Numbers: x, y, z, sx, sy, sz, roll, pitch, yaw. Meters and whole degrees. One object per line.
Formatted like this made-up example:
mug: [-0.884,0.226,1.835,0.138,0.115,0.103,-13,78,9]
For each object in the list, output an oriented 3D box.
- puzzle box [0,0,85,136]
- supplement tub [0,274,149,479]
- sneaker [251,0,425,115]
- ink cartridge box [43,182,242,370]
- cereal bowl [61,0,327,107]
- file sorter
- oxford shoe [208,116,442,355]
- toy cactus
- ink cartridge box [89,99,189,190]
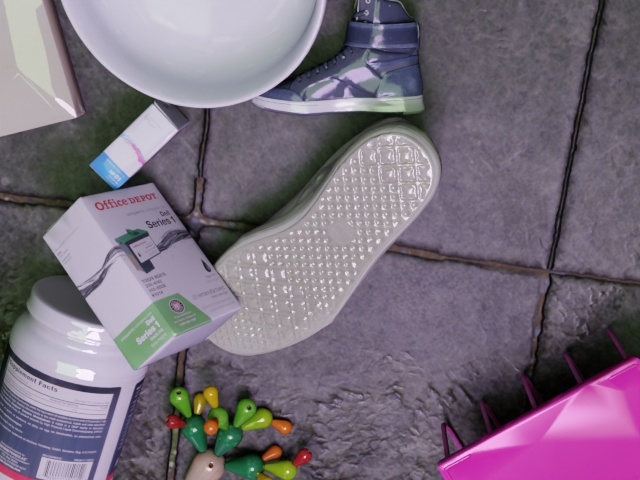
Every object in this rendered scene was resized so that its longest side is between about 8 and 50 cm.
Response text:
puzzle box: [-0.548,-0.252,1.430,0.408,0.052,0.272,-12,104,7]
supplement tub: [-0.347,0.205,1.466,0.191,0.191,0.272,19,105,-2]
sneaker: [0.020,-0.245,1.378,0.226,0.086,0.164,-1,106,3]
ink cartridge box: [-0.232,0.041,1.395,0.092,0.160,0.219,-41,80,28]
cereal bowl: [-0.148,-0.344,1.319,0.338,0.141,0.339,4,117,7]
file sorter: [0.331,0.282,1.450,0.290,0.182,0.202,-31,100,10]
oxford shoe: [0.000,0.000,1.431,0.169,0.130,0.449,42,118,-7]
toy cactus: [-0.139,0.305,1.536,0.219,0.112,0.180,29,114,-13]
ink cartridge box: [-0.239,-0.131,1.423,0.122,0.088,0.052,-43,98,13]
